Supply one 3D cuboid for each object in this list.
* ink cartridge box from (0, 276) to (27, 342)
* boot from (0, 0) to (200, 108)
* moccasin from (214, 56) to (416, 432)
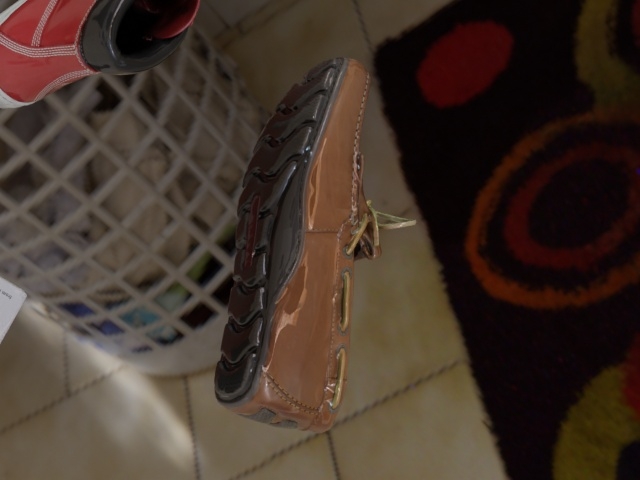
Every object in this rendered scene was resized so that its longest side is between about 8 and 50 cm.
[{"bbox_3d":[-0.456,0.135,1.367,0.198,0.115,0.272,9,67,51],"label":"ink cartridge box"},{"bbox_3d":[-0.133,-0.194,0.983,0.176,0.088,0.244,-8,38,36],"label":"boot"},{"bbox_3d":[0.002,-0.001,1.302,0.139,0.147,0.380,-24,54,53],"label":"moccasin"}]
